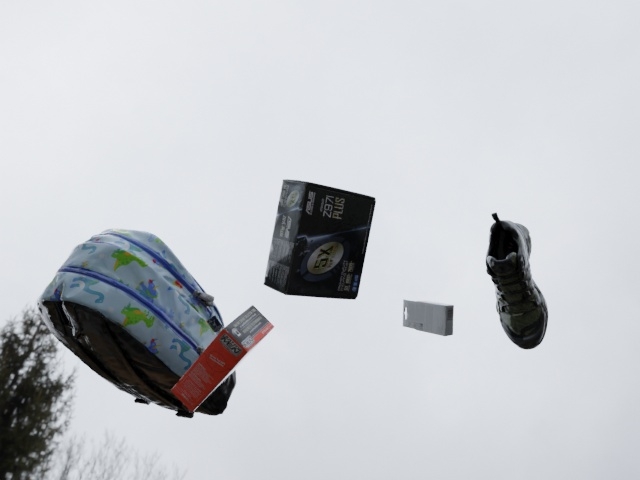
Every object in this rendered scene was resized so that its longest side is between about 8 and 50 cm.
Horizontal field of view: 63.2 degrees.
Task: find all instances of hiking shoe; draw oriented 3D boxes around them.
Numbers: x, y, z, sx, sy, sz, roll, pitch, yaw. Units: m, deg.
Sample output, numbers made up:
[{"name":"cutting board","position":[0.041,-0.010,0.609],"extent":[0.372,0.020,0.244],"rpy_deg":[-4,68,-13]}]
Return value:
[{"name":"hiking shoe","position":[0.316,0.069,0.879],"extent":[0.086,0.227,0.114],"rpy_deg":[-21,-27,37]}]

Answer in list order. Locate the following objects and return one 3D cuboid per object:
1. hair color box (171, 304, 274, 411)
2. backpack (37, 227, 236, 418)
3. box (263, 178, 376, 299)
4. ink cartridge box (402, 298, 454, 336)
[{"name":"hair color box","position":[-0.126,0.152,0.667],"extent":[0.043,0.072,0.141],"rpy_deg":[43,-61,5]},{"name":"backpack","position":[-0.331,0.148,0.945],"extent":[0.290,0.274,0.355],"rpy_deg":[7,-24,31]},{"name":"box","position":[0.000,0.000,0.865],"extent":[0.147,0.077,0.180],"rpy_deg":[9,-87,-36]},{"name":"ink cartridge box","position":[0.223,0.158,1.084],"extent":[0.029,0.115,0.063],"rpy_deg":[0,-88,-38]}]
